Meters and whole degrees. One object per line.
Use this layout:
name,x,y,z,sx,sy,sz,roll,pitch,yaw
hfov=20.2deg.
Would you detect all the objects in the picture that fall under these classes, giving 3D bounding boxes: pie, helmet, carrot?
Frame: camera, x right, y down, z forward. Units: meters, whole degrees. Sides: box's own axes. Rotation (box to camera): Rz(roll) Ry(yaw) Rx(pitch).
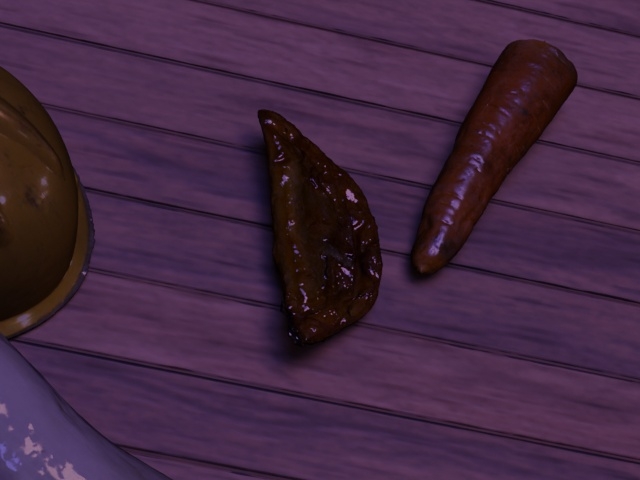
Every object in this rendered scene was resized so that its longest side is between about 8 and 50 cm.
pie,0.002,-0.001,1.235,0.088,0.033,0.191,10,53,-26
helmet,-0.259,-0.057,1.144,0.257,0.140,0.205,31,56,3
carrot,0.115,-0.054,1.286,0.061,0.061,0.209,30,59,5

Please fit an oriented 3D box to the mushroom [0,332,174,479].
mushroom,-0.103,0.183,1.009,0.397,0.177,0.126,37,64,8
